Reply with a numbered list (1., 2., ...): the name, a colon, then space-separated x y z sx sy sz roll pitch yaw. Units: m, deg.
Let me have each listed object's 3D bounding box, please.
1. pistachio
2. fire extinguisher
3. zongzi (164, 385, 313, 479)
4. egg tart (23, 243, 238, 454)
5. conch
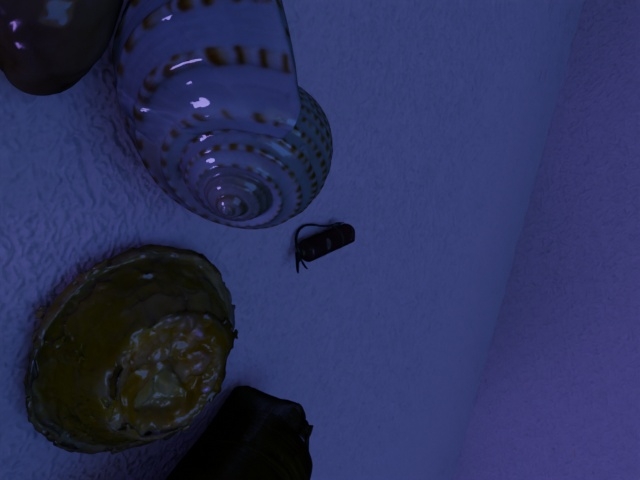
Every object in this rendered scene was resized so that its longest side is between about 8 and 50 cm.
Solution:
1. pistachio: -0.247 -0.228 0.435 0.124 0.124 0.185 44 67 -49
2. fire extinguisher: 0.000 0.000 0.881 0.157 0.045 0.078 -23 94 -42
3. zongzi: -0.168 0.505 0.702 0.403 0.207 0.433 -37 142 -69
4. egg tart: -0.219 0.162 0.624 0.315 0.120 0.315 -22 122 -42
5. conch: -0.119 -0.174 0.526 0.215 0.319 0.303 -21 146 -8
